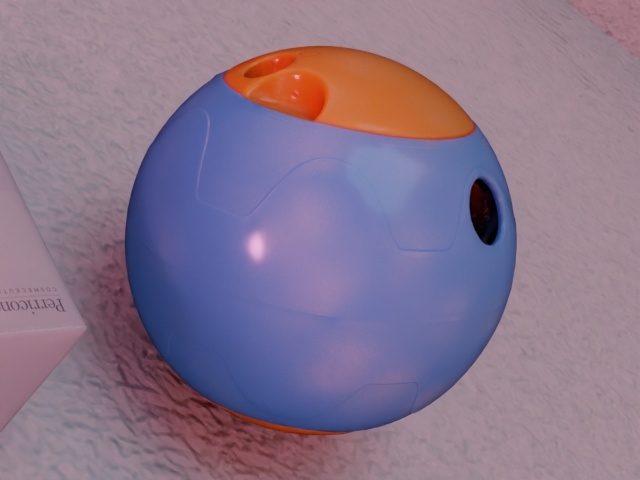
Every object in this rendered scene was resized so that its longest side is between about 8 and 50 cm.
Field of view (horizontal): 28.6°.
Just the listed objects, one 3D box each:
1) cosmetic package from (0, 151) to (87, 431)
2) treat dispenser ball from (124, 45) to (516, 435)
[{"bbox_3d":[-0.297,0.007,0.734,0.224,0.138,0.224,-2,56,-49],"label":"cosmetic package"},{"bbox_3d":[0.000,0.000,0.933,0.288,0.288,0.288,29,35,-23],"label":"treat dispenser ball"}]
